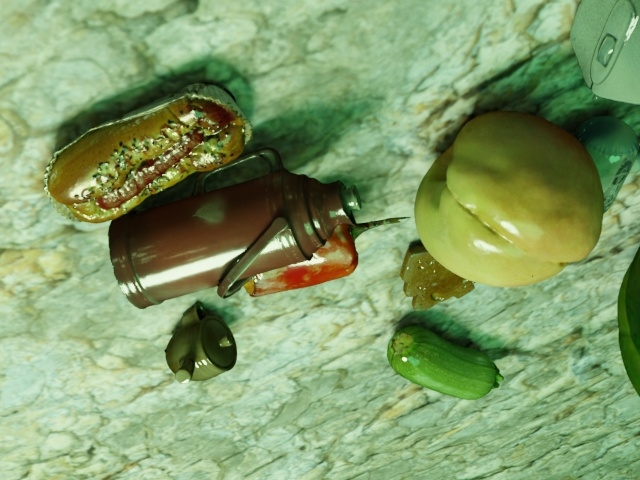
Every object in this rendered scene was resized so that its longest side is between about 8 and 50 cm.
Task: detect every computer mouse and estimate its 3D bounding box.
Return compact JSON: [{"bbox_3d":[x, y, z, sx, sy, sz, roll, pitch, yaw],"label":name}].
[{"bbox_3d":[0.289,-0.213,0.891,0.068,0.113,0.229,-7,139,-40],"label":"computer mouse"}]

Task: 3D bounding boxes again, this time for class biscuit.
[{"bbox_3d":[0.139,0.034,1.191,0.119,0.019,0.130,-34,140,18],"label":"biscuit"}]

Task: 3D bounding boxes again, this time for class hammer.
[{"bbox_3d":[0.348,-0.091,1.105,0.194,0.069,0.116,-13,142,-21],"label":"hammer"}]

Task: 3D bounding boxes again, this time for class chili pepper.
[{"bbox_3d":[0.000,0.000,1.041,0.192,0.084,0.086,-16,170,-2],"label":"chili pepper"}]

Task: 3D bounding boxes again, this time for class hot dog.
[{"bbox_3d":[-0.154,-0.075,0.904,0.191,0.059,0.108,-28,147,5],"label":"hot dog"}]

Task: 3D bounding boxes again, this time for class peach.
[{"bbox_3d":[0.189,-0.037,1.008,0.184,0.184,0.184,-12,141,-10],"label":"peach"}]

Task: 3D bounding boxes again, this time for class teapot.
[{"bbox_3d":[-0.143,0.121,1.117,0.080,0.110,0.085,-24,100,27],"label":"teapot"}]

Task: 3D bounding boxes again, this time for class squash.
[{"bbox_3d":[0.158,0.161,1.312,0.219,0.068,0.077,23,124,-42],"label":"squash"}]

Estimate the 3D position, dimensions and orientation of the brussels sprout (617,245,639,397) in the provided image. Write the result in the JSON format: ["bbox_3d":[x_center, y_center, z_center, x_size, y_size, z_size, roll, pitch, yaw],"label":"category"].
[{"bbox_3d":[0.515,0.085,1.190,0.281,0.289,0.355,12,158,-34],"label":"brussels sprout"}]

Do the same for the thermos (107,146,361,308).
[{"bbox_3d":[-0.075,-0.014,0.951,0.232,0.124,0.099,-17,-176,13],"label":"thermos"}]
